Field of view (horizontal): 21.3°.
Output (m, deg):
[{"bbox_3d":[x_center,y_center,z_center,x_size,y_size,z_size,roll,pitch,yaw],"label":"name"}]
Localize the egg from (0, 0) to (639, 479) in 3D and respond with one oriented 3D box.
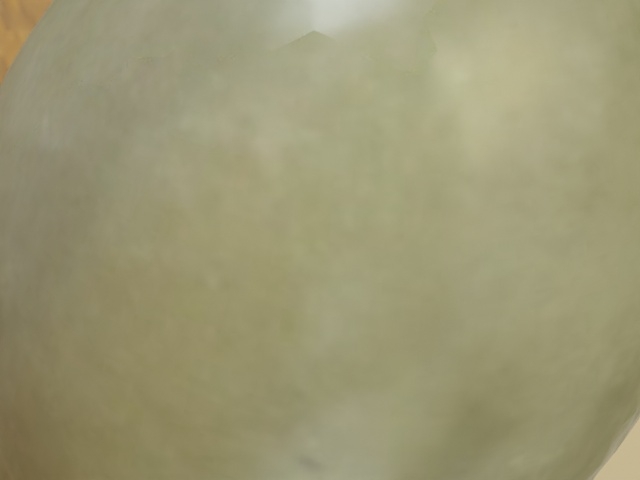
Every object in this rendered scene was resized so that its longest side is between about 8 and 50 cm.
[{"bbox_3d":[0.000,0.000,0.614,0.258,0.352,0.258,26,33,-19],"label":"egg"}]
